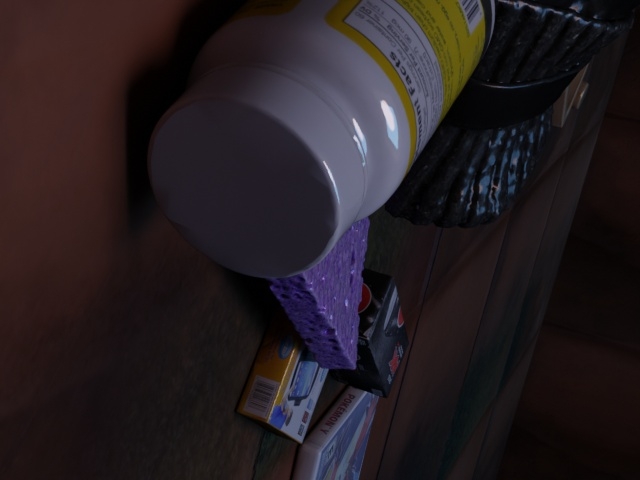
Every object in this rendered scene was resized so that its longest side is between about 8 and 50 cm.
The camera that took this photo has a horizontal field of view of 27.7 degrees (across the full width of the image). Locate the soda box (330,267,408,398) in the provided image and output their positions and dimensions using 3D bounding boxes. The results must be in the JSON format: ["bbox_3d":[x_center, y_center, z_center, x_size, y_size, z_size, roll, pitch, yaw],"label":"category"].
[{"bbox_3d":[0.034,0.075,1.074,0.169,0.053,0.060,71,40,-67],"label":"soda box"}]

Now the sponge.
[{"bbox_3d":[0.000,0.000,0.852,0.210,0.031,0.117,67,28,-66],"label":"sponge"}]

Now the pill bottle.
[{"bbox_3d":[0.004,-0.081,0.662,0.208,0.119,0.119,-54,157,-46],"label":"pill bottle"}]

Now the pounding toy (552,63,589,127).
[{"bbox_3d":[0.250,-0.217,1.412,0.206,0.094,0.181,80,32,-61],"label":"pounding toy"}]

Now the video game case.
[{"bbox_3d":[0.005,0.237,1.214,0.183,0.023,0.201,-42,147,-62],"label":"video game case"}]

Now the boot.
[{"bbox_3d":[0.179,-0.164,0.863,0.347,0.131,0.260,-17,137,-29],"label":"boot"}]

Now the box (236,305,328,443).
[{"bbox_3d":[-0.021,0.103,0.962,0.136,0.028,0.081,51,57,-70],"label":"box"}]
